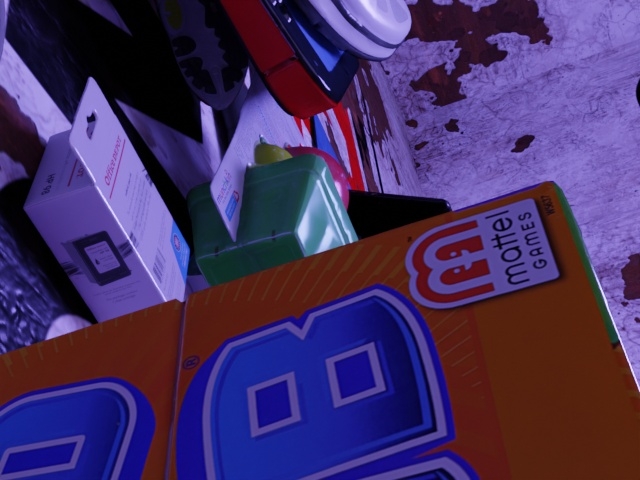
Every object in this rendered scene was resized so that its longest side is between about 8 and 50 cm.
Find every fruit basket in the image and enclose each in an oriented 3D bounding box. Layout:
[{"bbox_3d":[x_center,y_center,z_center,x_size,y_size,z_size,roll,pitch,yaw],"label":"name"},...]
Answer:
[{"bbox_3d":[-0.035,-0.007,1.189,0.353,0.165,0.327,-91,160,-59],"label":"fruit basket"}]

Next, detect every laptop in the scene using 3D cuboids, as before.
[{"bbox_3d":[0.158,-0.029,2.017,0.236,0.407,0.382,-57,137,-31],"label":"laptop"}]

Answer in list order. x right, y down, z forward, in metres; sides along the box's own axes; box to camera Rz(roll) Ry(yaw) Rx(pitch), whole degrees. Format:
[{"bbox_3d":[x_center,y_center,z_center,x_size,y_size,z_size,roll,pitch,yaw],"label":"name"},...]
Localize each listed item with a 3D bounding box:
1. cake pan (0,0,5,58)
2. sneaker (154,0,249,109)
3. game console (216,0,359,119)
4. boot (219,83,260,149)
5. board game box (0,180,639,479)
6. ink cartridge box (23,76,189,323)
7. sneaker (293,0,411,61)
[{"bbox_3d":[-0.279,-0.206,0.595,0.293,0.054,0.293,-18,90,-79],"label":"cake pan"},{"bbox_3d":[-0.158,-0.286,1.277,0.118,0.107,0.279,116,-39,-79],"label":"sneaker"},{"bbox_3d":[-0.070,-0.308,1.174,0.342,0.060,0.386,60,12,-11],"label":"game console"},{"bbox_3d":[-0.077,-0.135,1.438,0.198,0.076,0.137,44,25,-70],"label":"boot"},{"bbox_3d":[0.006,0.261,0.453,0.357,0.356,0.356,-94,162,-52],"label":"board game box"},{"bbox_3d":[-0.168,-0.022,0.826,0.104,0.060,0.180,-91,160,-54],"label":"ink cartridge box"},{"bbox_3d":[0.043,-0.367,1.064,0.447,0.257,0.169,39,22,-51],"label":"sneaker"}]
